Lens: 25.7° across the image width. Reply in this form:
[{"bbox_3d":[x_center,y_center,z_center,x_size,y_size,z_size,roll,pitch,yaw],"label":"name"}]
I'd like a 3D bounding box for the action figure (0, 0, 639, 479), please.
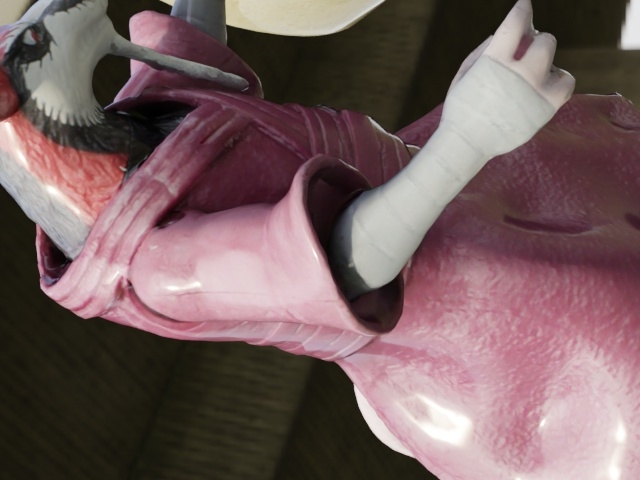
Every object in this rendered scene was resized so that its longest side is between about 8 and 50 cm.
[{"bbox_3d":[0.000,0.000,0.581,0.275,0.370,0.248,-68,24,21],"label":"action figure"}]

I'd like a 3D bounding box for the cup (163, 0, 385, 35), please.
[{"bbox_3d":[-0.021,-0.256,0.773,0.331,0.331,0.237,-41,-25,-58],"label":"cup"}]
